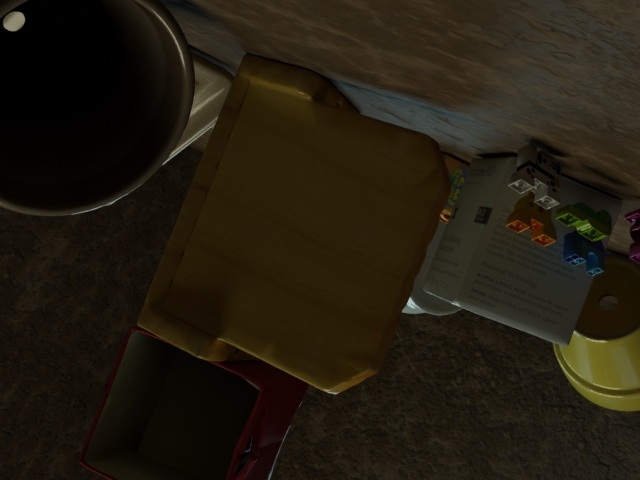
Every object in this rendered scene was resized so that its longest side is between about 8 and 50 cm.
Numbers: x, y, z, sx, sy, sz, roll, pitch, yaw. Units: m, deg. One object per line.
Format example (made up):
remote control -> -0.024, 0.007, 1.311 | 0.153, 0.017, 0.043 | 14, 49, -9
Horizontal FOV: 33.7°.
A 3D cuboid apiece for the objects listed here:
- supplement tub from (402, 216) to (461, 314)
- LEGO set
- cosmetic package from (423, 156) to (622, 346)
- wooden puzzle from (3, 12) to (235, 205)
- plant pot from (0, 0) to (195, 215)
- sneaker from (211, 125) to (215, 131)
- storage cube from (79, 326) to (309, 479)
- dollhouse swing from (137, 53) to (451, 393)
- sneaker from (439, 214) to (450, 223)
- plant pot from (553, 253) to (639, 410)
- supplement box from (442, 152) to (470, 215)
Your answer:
supplement tub -> 0.130, -0.003, 1.891 | 0.235, 0.235, 0.325 | 22, 180, -35
LEGO set -> 0.273, -0.040, 1.151 | 0.227, 0.093, 0.087 | 27, 146, -27
cosmetic package -> 0.239, 0.009, 1.274 | 0.151, 0.183, 0.151 | 21, 180, -10
wooden puzzle -> -0.335, -0.203, 1.411 | 0.322, 0.080, 0.348 | -33, 140, 30
plant pot -> -0.295, -0.190, 1.121 | 0.263, 0.263, 0.229 | 22, -164, -42
sneaker -> -0.034, -0.141, 1.753 | 0.293, 0.102, 0.146 | 22, 179, -39
storage cube -> -0.153, 0.225, 1.338 | 0.215, 0.183, 0.193 | 21, -179, 18
dollhouse swing -> 0.000, 0.000, 1.280 | 0.305, 0.346, 0.315 | 21, 179, 16
sneaker -> 0.186, -0.065, 1.565 | 0.084, 0.083, 0.215 | 20, -179, -19
plant pot -> 0.525, 0.147, 1.866 | 0.254, 0.254, 0.239 | 22, 165, 33
supplement box -> 0.122, -0.094, 1.519 | 0.080, 0.078, 0.233 | 22, 180, -32
